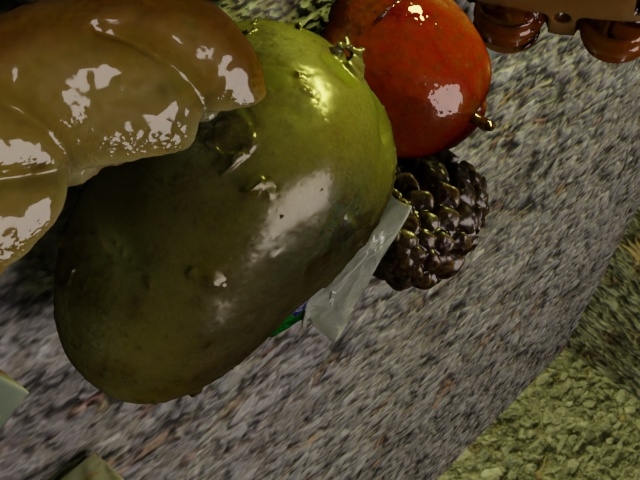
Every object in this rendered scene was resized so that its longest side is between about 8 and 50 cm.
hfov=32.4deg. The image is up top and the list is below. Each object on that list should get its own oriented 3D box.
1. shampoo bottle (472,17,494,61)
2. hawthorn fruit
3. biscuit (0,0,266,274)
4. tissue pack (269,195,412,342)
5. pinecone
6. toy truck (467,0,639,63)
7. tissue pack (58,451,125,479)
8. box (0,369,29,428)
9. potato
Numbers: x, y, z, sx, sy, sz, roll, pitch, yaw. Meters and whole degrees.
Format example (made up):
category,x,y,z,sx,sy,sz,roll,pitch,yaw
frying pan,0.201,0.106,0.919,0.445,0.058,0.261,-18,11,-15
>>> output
category,x,y,z,sx,sy,sz,roll,pitch,yaw
shampoo bottle,0.194,-0.234,1.441,0.056,0.056,0.195,-35,150,-40
hawthorn fruit,0.088,-0.165,1.119,0.185,0.202,0.185,-55,177,-5
biscuit,-0.186,-0.086,0.766,0.299,0.045,0.154,-37,115,-13
tissue pack,0.000,0.000,1.253,0.148,0.156,0.209,-20,141,-51
pinecone,0.129,-0.036,1.424,0.204,0.179,0.184,-38,174,-32
toy truck,0.301,-0.336,1.251,0.204,0.288,0.211,77,27,-59
tissue pack,-0.298,0.383,1.242,0.225,0.124,0.185,-39,154,-33
box,-0.318,0.067,0.731,0.079,0.135,0.269,-54,159,-10
potato,-0.088,-0.022,0.949,0.359,0.219,0.270,-50,156,-8
